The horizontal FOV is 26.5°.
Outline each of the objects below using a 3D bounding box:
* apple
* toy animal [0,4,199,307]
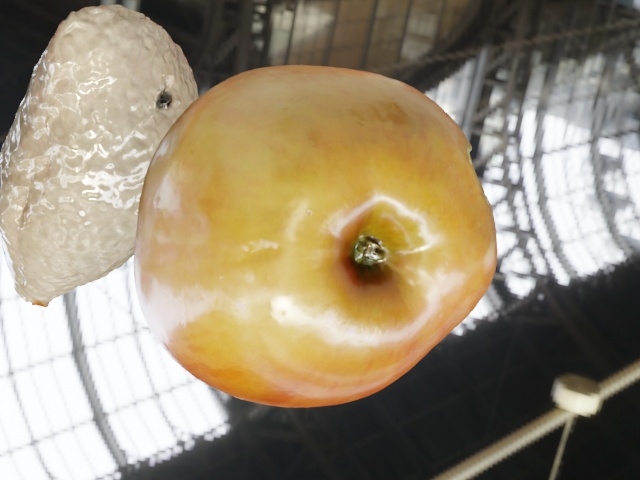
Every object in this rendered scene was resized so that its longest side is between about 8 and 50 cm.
[{"bbox_3d":[0.000,0.000,0.896,0.242,0.242,0.241,4,-175,-16],"label":"apple"},{"bbox_3d":[-0.232,-0.082,1.443,0.188,0.358,0.226,37,-153,16],"label":"toy animal"}]
